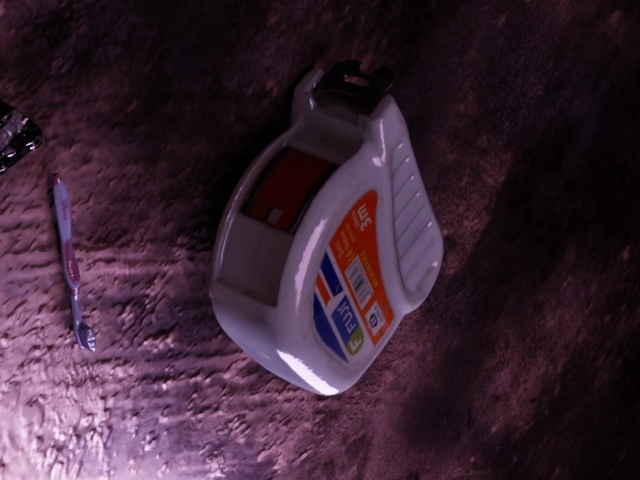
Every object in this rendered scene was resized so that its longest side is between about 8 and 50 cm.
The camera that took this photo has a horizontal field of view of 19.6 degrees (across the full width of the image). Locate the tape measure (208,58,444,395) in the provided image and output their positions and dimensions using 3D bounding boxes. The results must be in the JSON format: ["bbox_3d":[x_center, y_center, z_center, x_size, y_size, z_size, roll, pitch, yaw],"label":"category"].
[{"bbox_3d":[0.001,-0.001,1.671,0.246,0.125,0.243,-51,144,-21],"label":"tape measure"}]

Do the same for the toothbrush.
[{"bbox_3d":[-0.198,0.020,1.480,0.013,0.019,0.193,-39,144,-32],"label":"toothbrush"}]

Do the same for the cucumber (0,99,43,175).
[{"bbox_3d":[-0.310,-0.018,1.205,0.303,0.081,0.072,-38,174,-35],"label":"cucumber"}]
